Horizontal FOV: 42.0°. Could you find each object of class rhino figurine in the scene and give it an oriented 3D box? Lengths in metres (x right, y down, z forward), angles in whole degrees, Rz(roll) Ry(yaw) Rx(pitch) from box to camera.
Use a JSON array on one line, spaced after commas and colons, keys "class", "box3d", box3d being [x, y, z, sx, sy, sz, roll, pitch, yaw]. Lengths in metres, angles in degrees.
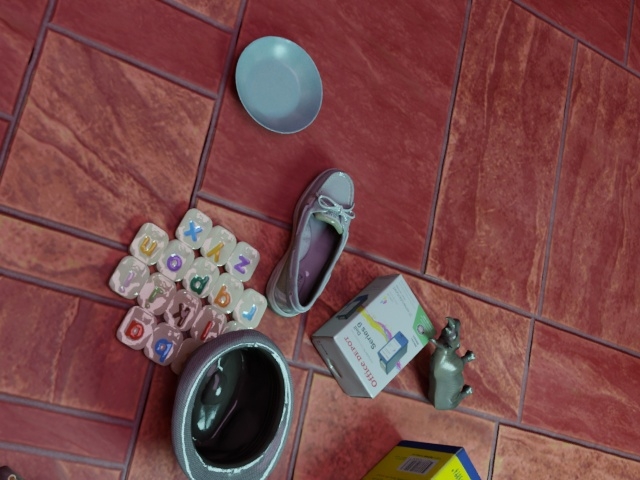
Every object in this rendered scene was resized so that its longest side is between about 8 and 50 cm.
[{"class": "rhino figurine", "box3d": [0.264, 0.252, 1.714, 0.106, 0.073, 0.243, -35, 134, -34]}]

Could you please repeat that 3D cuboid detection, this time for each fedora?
[{"class": "fedora", "box3d": [-0.170, 0.284, 1.448, 0.243, 0.124, 0.276, 2, 94, -37]}]

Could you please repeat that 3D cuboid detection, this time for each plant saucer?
[{"class": "plant saucer", "box3d": [-0.087, -0.303, 1.644, 0.194, 0.037, 0.195, 6, 79, -31]}]

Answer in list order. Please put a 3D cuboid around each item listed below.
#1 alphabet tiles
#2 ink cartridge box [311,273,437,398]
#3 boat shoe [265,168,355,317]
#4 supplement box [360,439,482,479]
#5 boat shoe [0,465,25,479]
[{"class": "alphabet tiles", "box3d": [-0.234, 0.096, 1.506, 0.284, 0.021, 0.278, 36, 66, -23]}, {"class": "ink cartridge box", "box3d": [0.108, 0.190, 1.663, 0.212, 0.093, 0.154, -39, 104, -28]}, {"class": "boat shoe", "box3d": [-0.002, 0.000, 1.614, 0.118, 0.103, 0.321, 36, 67, -23]}, {"class": "supplement box", "box3d": [0.144, 0.567, 1.571, 0.356, 0.195, 0.194, -36, 102, -31]}, {"class": "boat shoe", "box3d": [-0.378, 0.461, 1.303, 0.324, 0.116, 0.097, 30, 67, -13]}]
